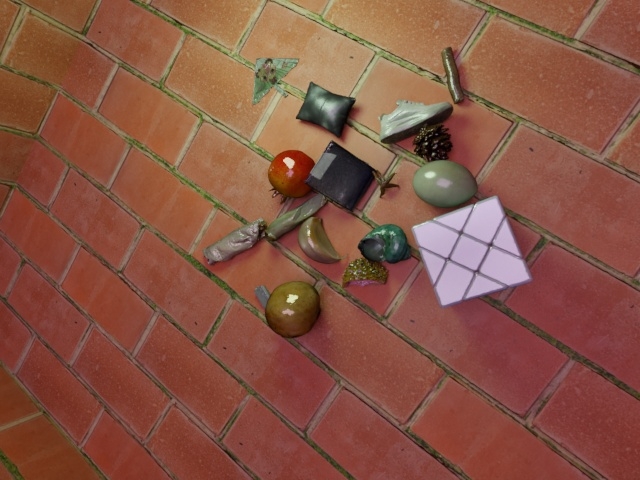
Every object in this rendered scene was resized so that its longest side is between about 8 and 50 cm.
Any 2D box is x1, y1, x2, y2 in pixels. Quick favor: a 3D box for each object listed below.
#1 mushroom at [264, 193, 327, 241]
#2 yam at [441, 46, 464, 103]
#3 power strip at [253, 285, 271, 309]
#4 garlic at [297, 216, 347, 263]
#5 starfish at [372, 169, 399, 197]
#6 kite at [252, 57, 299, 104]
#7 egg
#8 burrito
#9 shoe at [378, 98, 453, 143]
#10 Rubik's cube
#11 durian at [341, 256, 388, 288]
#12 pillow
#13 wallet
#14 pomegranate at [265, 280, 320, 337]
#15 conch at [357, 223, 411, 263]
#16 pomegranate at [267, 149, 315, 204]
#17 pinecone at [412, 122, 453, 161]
[{"bbox_3d":[-0.118,-0.106,1.880,0.333,0.107,0.087,-33,99,15],"label":"mushroom"},{"bbox_3d":[0.546,-0.679,1.690,0.057,0.057,0.241,-13,83,19],"label":"yam"},{"bbox_3d":[-0.234,0.325,1.955,0.060,0.027,0.252,-37,78,14],"label":"power strip"},{"bbox_3d":[-0.009,0.011,1.842,0.164,0.145,0.244,-32,80,-15],"label":"garlic"},{"bbox_3d":[0.277,-0.235,1.759,0.133,0.041,0.130,13,116,0],"label":"starfish"},{"bbox_3d":[-0.240,-0.794,1.987,0.323,0.013,0.267,-38,77,15],"label":"kite"},{"bbox_3d":[0.491,-0.223,1.626,0.253,0.187,0.186,17,95,22],"label":"egg"},{"bbox_3d":[-0.418,0.013,2.003,0.392,0.076,0.117,-26,87,19],"label":"burrito"},{"bbox_3d":[0.379,-0.531,1.712,0.317,0.124,0.159,-22,75,18],"label":"shoe"},{"bbox_3d":[0.556,0.045,1.533,0.322,0.316,0.318,-21,82,17],"label":"Rubik's cube"},{"bbox_3d":[0.183,0.149,1.783,0.183,0.165,0.132,12,135,41],"label":"durian"},{"bbox_3d":[0.018,-0.592,1.844,0.250,0.106,0.185,28,105,19],"label":"pillow"},{"bbox_3d":[0.092,-0.276,1.774,0.262,0.071,0.220,29,104,-21],"label":"wallet"},{"bbox_3d":[-0.119,0.298,1.797,0.261,0.260,0.260,0,89,19],"label":"pomegranate"},{"bbox_3d":[0.287,0.023,1.728,0.202,0.134,0.196,43,134,12],"label":"conch"},{"bbox_3d":[-0.134,-0.282,1.841,0.221,0.221,0.256,36,108,16],"label":"pomegranate"},{"bbox_3d":[0.460,-0.394,1.666,0.174,0.174,0.173,0,89,19],"label":"pinecone"}]
